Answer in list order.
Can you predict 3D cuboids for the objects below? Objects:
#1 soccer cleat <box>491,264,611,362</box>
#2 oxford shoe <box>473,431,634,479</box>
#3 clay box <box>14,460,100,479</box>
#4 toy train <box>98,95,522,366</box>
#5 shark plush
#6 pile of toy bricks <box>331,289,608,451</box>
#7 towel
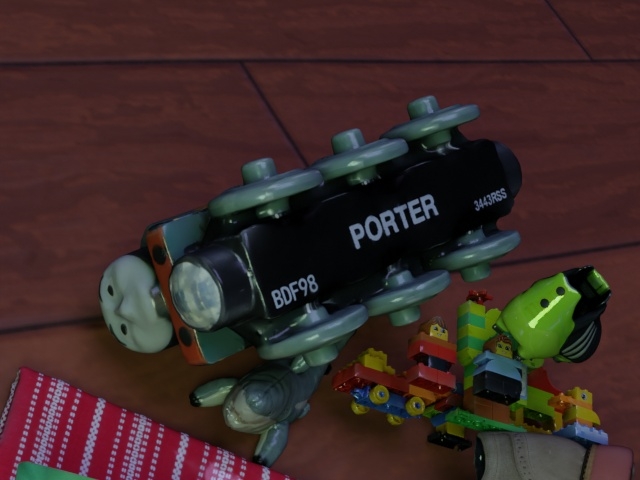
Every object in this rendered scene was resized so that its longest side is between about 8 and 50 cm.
[{"bbox_3d":[0.181,0.051,1.077,0.060,0.072,0.179,53,18,15],"label":"soccer cleat"},{"bbox_3d":[0.109,0.257,0.965,0.130,0.123,0.348,13,36,14],"label":"oxford shoe"},{"bbox_3d":[-0.127,0.237,0.789,0.127,0.053,0.222,20,52,-20],"label":"clay box"},{"bbox_3d":[0.000,0.000,1.070,0.334,0.190,0.142,-24,96,-44],"label":"toy train"},{"bbox_3d":[-0.013,0.099,1.047,0.161,0.067,0.073,-18,62,-47],"label":"shark plush"},{"bbox_3d":[0.122,0.089,1.108,0.212,0.118,0.105,20,58,-27],"label":"pile of toy bricks"},{"bbox_3d":[-0.080,0.197,0.922,0.274,0.031,0.199,25,38,-14],"label":"towel"}]
